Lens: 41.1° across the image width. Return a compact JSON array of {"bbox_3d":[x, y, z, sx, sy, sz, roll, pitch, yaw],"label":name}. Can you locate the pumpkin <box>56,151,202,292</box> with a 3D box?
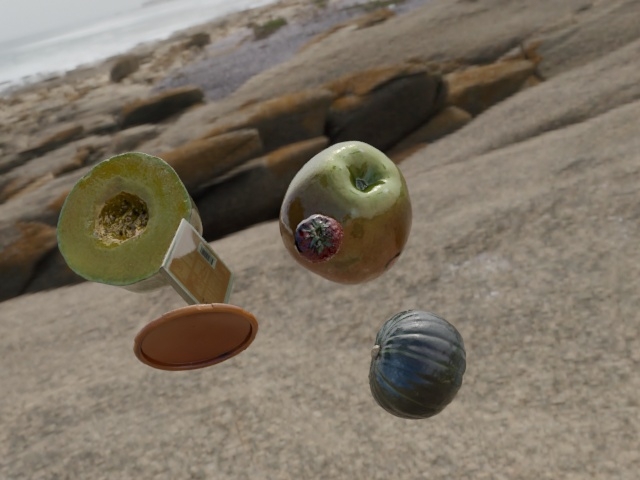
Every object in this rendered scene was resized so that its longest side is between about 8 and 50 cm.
[{"bbox_3d":[-0.427,-0.019,2.025,0.332,0.333,0.199,-10,-25,12],"label":"pumpkin"}]

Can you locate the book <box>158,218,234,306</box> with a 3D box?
[{"bbox_3d":[-0.237,0.064,1.676,0.018,0.170,0.242,-35,18,15],"label":"book"}]

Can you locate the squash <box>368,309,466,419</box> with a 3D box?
[{"bbox_3d":[0.179,0.232,1.603,0.172,0.218,0.218,4,18,-4],"label":"squash"}]

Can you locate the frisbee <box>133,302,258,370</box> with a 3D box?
[{"bbox_3d":[-0.191,0.142,1.304,0.192,0.192,0.035,-15,58,-4],"label":"frisbee"}]

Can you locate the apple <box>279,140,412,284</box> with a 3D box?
[{"bbox_3d":[0.077,-0.072,2.105,0.338,0.305,0.339,17,37,-13],"label":"apple"}]

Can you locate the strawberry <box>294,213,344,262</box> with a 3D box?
[{"bbox_3d":[0.000,-0.001,1.671,0.106,0.106,0.106,-13,18,4],"label":"strawberry"}]
